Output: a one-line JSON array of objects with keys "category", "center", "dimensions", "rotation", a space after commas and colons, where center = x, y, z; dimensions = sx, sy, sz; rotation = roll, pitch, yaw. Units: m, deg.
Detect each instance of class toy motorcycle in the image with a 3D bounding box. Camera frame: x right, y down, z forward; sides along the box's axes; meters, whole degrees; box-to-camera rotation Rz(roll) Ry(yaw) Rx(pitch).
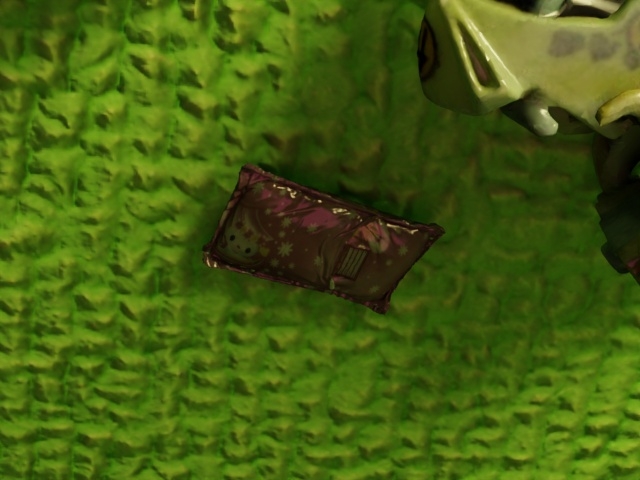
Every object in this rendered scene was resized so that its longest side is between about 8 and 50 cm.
[{"category": "toy motorcycle", "center": [0.237, -0.116, 0.878], "dimensions": [0.237, 0.169, 0.410], "rotation": [-39, 116, 21]}]

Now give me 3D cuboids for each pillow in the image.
[{"category": "pillow", "center": [0.000, 0.000, 1.011], "dimensions": [0.185, 0.043, 0.118], "rotation": [20, 125, -11]}]
